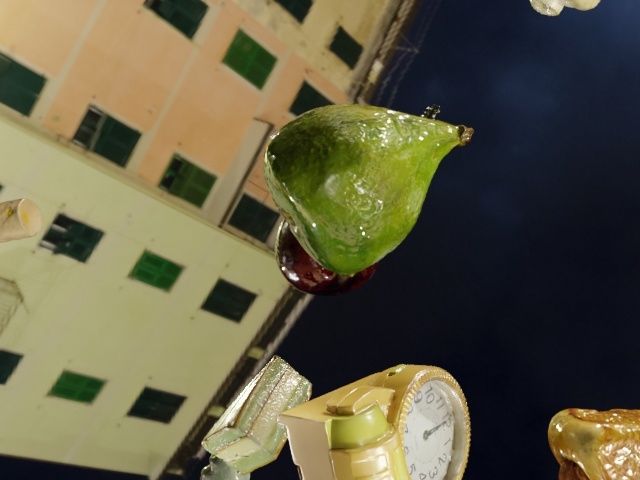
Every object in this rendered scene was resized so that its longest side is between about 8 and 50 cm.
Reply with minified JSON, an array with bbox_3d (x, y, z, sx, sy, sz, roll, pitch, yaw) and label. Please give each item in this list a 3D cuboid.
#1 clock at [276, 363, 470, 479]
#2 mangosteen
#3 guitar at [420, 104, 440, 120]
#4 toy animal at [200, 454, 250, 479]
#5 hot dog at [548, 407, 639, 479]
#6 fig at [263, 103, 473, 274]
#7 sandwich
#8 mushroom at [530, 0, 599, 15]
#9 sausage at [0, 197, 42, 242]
[{"bbox_3d":[0.111,0.332,1.205,0.200,0.317,0.244,-2,-78,44],"label":"clock"},{"bbox_3d":[0.000,0.000,1.554,0.261,0.235,0.235,23,-95,54],"label":"mangosteen"},{"bbox_3d":[0.127,-0.138,1.204,0.088,0.025,0.233,29,-107,33],"label":"guitar"},{"bbox_3d":[-0.208,0.518,1.762,0.138,0.108,0.236,42,-54,19],"label":"toy animal"},{"bbox_3d":[0.467,0.337,1.086,0.150,0.257,0.153,-170,-96,-76],"label":"hot dog"},{"bbox_3d":[0.060,-0.088,0.866,0.235,0.203,0.203,-35,-133,-6],"label":"fig"},{"bbox_3d":[-0.122,0.343,1.442,0.144,0.117,0.187,-35,-162,49],"label":"sandwich"},{"bbox_3d":[0.382,-0.418,1.160,0.148,0.148,0.112,33,-82,44],"label":"mushroom"},{"bbox_3d":[-0.544,-0.009,1.066,0.301,0.066,0.065,-12,-119,17],"label":"sausage"}]
